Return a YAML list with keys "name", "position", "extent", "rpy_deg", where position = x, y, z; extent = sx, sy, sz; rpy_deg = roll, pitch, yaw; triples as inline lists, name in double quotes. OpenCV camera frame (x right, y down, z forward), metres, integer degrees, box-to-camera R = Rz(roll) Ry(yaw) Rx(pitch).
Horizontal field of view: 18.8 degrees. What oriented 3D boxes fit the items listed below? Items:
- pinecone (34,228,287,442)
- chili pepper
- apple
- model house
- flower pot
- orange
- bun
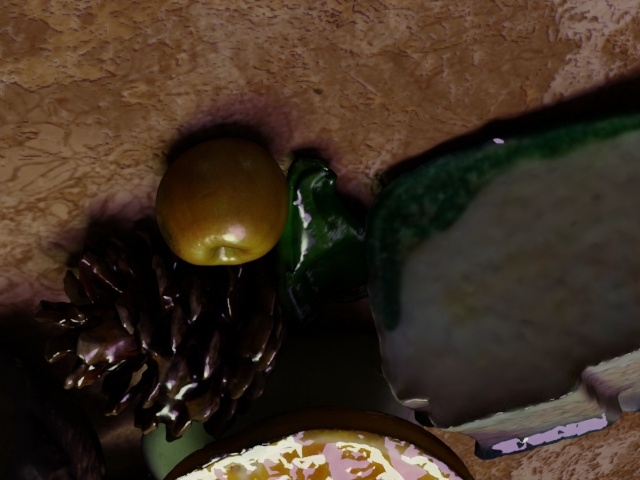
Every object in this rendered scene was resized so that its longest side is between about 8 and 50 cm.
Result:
- name: "pinecone"
  position: [-0.133, 0.075, 1.680]
  extent: [0.204, 0.179, 0.184]
  rpy_deg: [31, 107, -24]
- name: "chili pepper"
  position: [0.002, 0.002, 1.706]
  extent: [0.108, 0.062, 0.216]
  rpy_deg: [-28, 147, -17]
- name: "apple"
  position: [-0.082, -0.029, 1.596]
  extent: [0.114, 0.102, 0.099]
  rpy_deg: [-18, 147, 12]
- name: "model house"
  position: [0.222, 0.060, 1.708]
  extent: [0.298, 0.243, 0.284]
  rpy_deg: [-17, 154, 16]
- name: "flower pot"
  position: [-0.281, 0.263, 1.804]
  extent: [0.266, 0.267, 0.267]
  rpy_deg: [-27, 138, 22]
- name: "orange"
  position: [-0.001, 0.270, 1.696]
  extent: [0.274, 0.274, 0.310]
  rpy_deg: [22, 156, -39]
- name: "bun"
  position: [-0.026, 0.224, 1.907]
  extent: [0.293, 0.187, 0.293]
  rpy_deg: [-6, 147, -4]
